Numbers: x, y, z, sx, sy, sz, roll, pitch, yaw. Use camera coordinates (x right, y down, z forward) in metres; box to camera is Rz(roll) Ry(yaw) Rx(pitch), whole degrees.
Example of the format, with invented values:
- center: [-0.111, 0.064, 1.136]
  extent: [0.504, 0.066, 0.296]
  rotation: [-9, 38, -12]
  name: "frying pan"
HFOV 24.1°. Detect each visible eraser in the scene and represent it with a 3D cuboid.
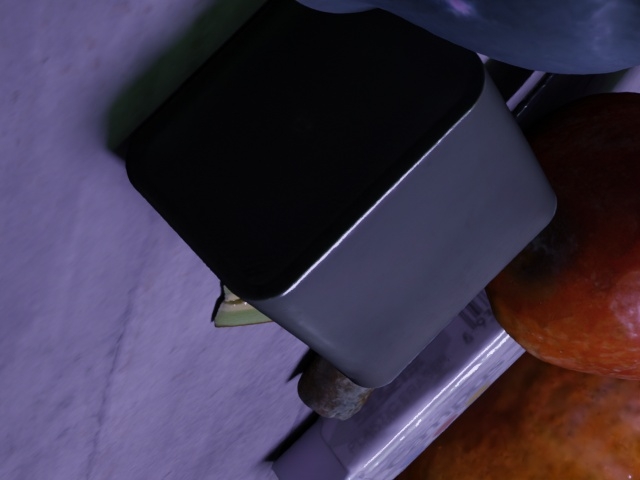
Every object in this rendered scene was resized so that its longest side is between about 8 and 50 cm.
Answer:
- center: [0.130, 0.111, 1.464]
  extent: [0.397, 0.082, 0.213]
  rotation: [-44, 163, 3]
  name: "eraser"

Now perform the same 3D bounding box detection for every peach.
- center: [0.222, -0.008, 1.170]
  extent: [0.232, 0.256, 0.232]
  rotation: [-50, -152, 38]
  name: "peach"

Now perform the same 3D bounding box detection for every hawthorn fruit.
- center: [0.318, 0.293, 1.766]
  extent: [0.472, 0.472, 0.472]
  rotation: [-40, 164, -14]
  name: "hawthorn fruit"

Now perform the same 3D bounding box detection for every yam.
- center: [0.053, 0.053, 1.167]
  extent: [0.061, 0.061, 0.253]
  rotation: [-28, 159, -43]
  name: "yam"

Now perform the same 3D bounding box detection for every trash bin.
- center: [0.021, -0.031, 0.770]
  extent: [0.164, 0.122, 0.240]
  rotation: [-44, 162, 0]
  name: "trash bin"

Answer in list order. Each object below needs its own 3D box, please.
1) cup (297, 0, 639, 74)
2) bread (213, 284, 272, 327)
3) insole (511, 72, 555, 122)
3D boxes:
- center: [0.095, -0.134, 0.552]
  extent: [0.199, 0.150, 0.199]
  rotation: [-37, 152, -24]
  name: "cup"
- center: [-0.005, 0.001, 0.976]
  extent: [0.139, 0.084, 0.074]
  rotation: [-6, 154, -12]
  name: "bread"
- center: [0.166, -0.127, 1.008]
  extent: [0.348, 0.009, 0.119]
  rotation: [-52, 175, 13]
  name: "insole"
